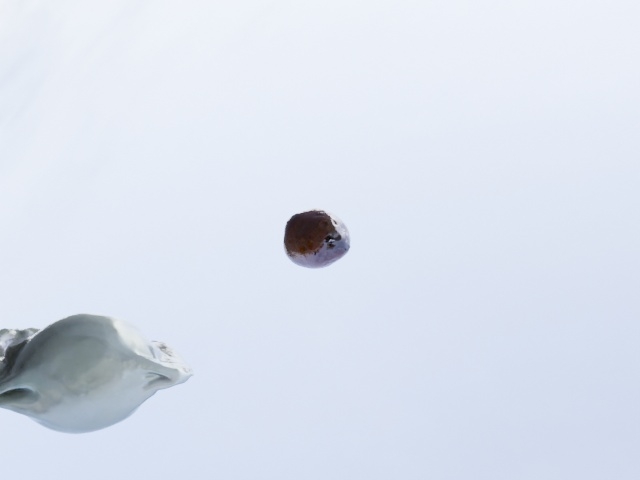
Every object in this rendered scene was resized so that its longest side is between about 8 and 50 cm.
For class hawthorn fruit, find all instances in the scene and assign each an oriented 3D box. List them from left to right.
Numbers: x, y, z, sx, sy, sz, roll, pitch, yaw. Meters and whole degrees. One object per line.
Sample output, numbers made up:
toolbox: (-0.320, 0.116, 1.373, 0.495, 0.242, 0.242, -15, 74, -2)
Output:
hawthorn fruit: (0.000, 0.000, 1.370, 0.081, 0.081, 0.093, -55, -147, -12)

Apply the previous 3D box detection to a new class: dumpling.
dumpling: (-0.251, 0.126, 1.148, 0.151, 0.229, 0.124, -130, -134, -59)
